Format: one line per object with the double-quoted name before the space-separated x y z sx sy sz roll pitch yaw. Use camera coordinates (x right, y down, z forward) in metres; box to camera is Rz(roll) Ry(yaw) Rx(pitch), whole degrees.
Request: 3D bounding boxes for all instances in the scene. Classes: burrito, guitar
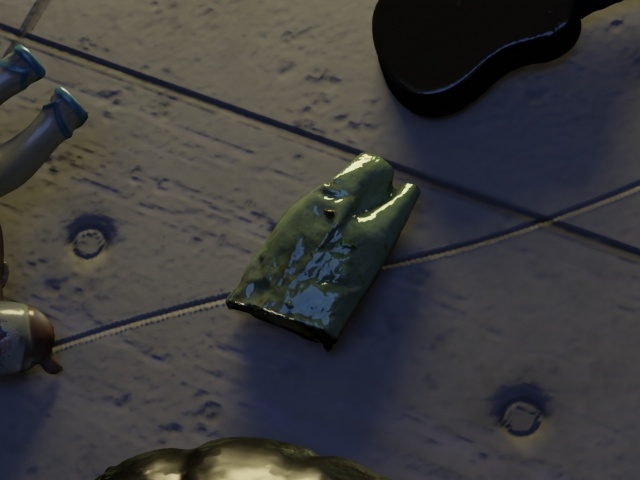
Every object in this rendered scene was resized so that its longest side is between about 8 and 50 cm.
"burrito" 0.003 0.002 0.930 0.074 0.044 0.118 26 77 24
"guitar" 0.163 -0.148 0.969 0.271 0.038 0.084 -19 66 2

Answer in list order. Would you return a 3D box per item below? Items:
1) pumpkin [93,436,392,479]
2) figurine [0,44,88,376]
"pumpkin" -0.038 0.216 0.714 0.296 0.296 0.295 -4 65 9
"figurine" -0.233 0.008 0.954 0.260 0.103 0.205 -44 102 -12
